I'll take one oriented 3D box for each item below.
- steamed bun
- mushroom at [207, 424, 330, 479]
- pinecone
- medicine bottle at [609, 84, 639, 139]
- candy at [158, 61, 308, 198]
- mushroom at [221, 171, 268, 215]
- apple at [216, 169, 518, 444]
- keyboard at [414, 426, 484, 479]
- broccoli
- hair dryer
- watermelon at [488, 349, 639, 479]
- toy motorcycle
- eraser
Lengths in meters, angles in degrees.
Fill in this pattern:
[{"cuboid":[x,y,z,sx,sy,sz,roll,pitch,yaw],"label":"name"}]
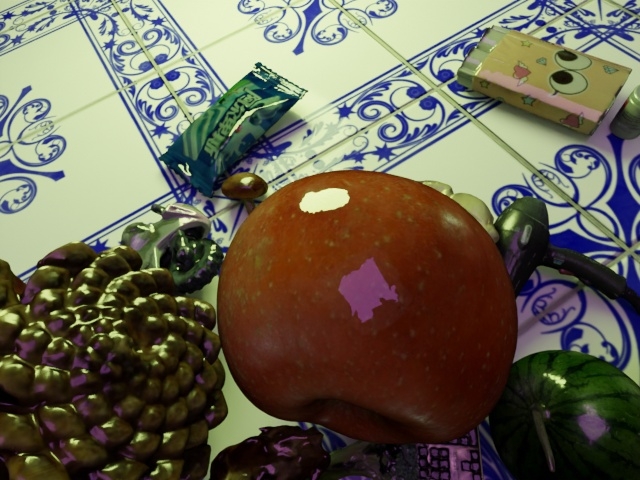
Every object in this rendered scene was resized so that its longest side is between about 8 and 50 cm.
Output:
[{"cuboid":[0.196,0.000,0.700,0.192,0.106,0.178,9,67,22],"label":"steamed bun"},{"cuboid":[0.025,0.377,0.374,0.331,0.334,0.356,-35,95,23],"label":"mushroom"},{"cuboid":[-0.323,0.212,0.516,0.383,0.384,0.385,-3,62,6],"label":"pinecone"},{"cuboid":[0.599,-0.242,0.780,0.058,0.091,0.058,-3,62,6],"label":"medicine bottle"},{"cuboid":[-0.186,-0.252,0.901,0.187,0.077,0.331,36,74,25],"label":"candy"},{"cuboid":[-0.135,-0.089,0.811,0.088,0.073,0.130,-13,58,-50],"label":"mushroom"},{"cuboid":[0.047,0.083,0.500,0.348,0.349,0.277,4,53,10],"label":"apple"},{"cuboid":[0.170,0.380,0.542,0.106,0.027,0.317,0,63,7],"label":"keyboard"},{"cuboid":[0.037,0.310,0.567,0.203,0.118,0.123,-21,91,14],"label":"broccoli"},{"cuboid":[0.388,0.072,0.653,0.271,0.091,0.236,22,76,14],"label":"hair dryer"},{"cuboid":[0.297,0.225,0.503,0.188,0.214,0.188,-39,35,34],"label":"watermelon"},{"cuboid":[-0.314,0.038,0.736,0.326,0.143,0.188,-17,51,16],"label":"toy motorcycle"},{"cuboid":[0.448,-0.332,0.852,0.290,0.087,0.171,32,69,21],"label":"eraser"}]
